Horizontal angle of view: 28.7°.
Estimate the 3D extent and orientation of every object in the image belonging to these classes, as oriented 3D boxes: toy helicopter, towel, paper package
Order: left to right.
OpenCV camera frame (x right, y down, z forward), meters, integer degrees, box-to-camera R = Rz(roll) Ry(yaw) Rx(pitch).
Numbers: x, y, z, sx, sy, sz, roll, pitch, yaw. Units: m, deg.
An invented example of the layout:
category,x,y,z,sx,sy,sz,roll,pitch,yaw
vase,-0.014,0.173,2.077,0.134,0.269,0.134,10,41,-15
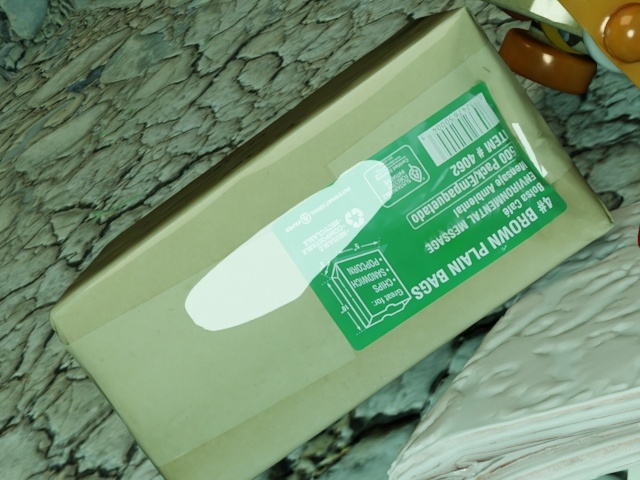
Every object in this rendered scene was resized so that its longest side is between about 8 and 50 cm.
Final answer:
category,x,y,z,sx,sy,sz,roll,pitch,yaw
paper package,0.000,0.000,0.878,0.324,0.168,0.309,-35,8,4
toy helicopter,0.151,-0.181,0.925,0.235,0.355,0.140,45,119,50
towel,0.227,0.023,0.659,0.317,0.053,0.332,-21,9,33

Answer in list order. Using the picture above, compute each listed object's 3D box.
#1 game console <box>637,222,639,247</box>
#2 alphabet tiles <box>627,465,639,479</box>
category,x,y,z,sx,sy,sz,roll,pitch,yaw
game console,0.265,-0.041,0.706,0.144,0.124,0.085,-18,71,42
alphabet tiles,0.200,0.178,0.514,0.284,0.021,0.278,-16,47,35
